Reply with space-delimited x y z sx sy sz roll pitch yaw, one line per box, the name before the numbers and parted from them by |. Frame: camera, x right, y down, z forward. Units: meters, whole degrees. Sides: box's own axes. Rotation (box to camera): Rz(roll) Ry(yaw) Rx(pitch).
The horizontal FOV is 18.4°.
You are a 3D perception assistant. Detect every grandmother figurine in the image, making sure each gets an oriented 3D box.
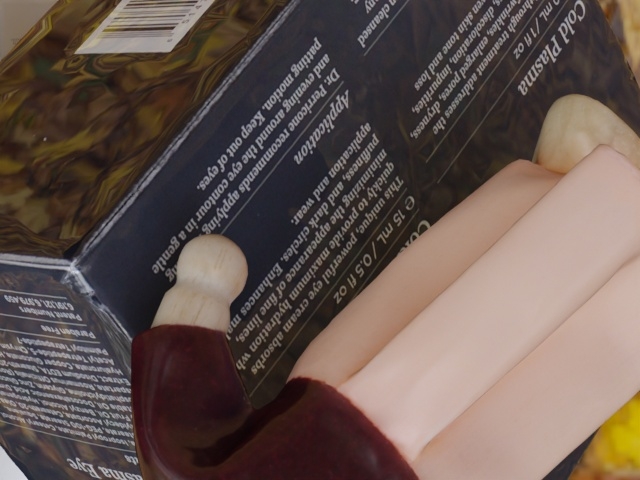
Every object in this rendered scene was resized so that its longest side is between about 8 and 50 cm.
grandmother figurine | 0.013 0.081 0.747 0.208 0.342 0.104 40 153 14

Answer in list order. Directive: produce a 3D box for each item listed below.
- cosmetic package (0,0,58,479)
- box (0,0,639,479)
cosmetic package | -0.183 0.046 1.197 0.156 0.217 0.385 0 95 26
box | 0.000 0.000 0.981 0.179 0.343 0.312 4 136 44
